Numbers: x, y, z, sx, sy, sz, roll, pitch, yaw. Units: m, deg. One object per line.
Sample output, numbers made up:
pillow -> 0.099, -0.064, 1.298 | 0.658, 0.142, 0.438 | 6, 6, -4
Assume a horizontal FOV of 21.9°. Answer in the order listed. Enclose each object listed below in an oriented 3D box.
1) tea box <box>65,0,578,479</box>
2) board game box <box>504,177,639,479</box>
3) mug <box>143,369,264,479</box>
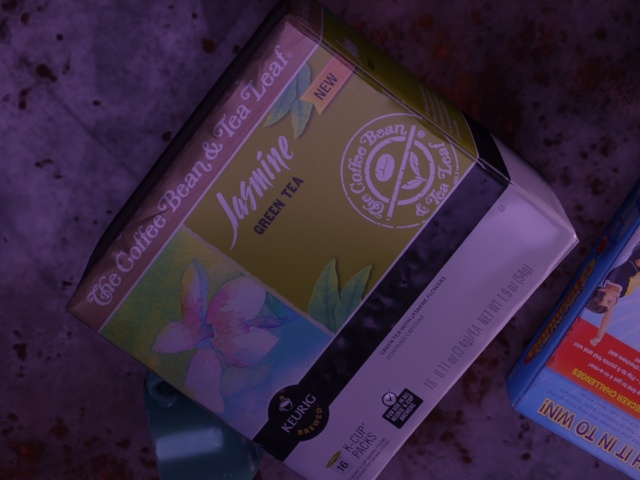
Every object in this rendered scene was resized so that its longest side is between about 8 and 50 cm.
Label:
tea box -> 0.000, 0.000, 1.510 | 0.323, 0.220, 0.329 | 36, 103, -8
board game box -> 0.389, 0.102, 1.606 | 0.308, 0.086, 0.302 | 31, 104, -8
mug -> -0.110, 0.181, 1.595 | 0.097, 0.158, 0.129 | -13, 78, -1
